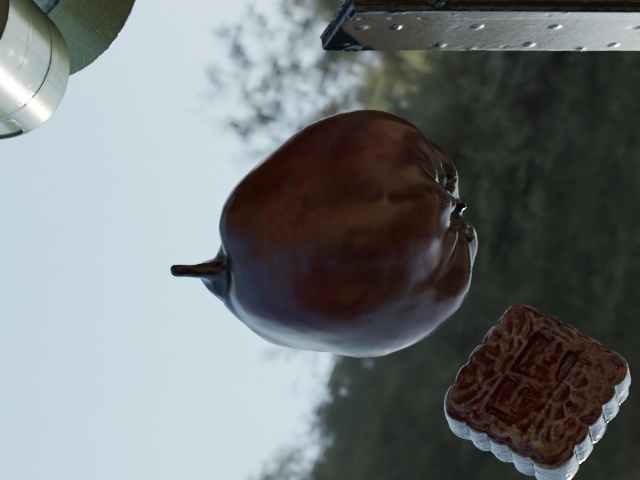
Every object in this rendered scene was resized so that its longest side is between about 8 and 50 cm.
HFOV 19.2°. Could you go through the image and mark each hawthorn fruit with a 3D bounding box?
[{"bbox_3d":[0.000,0.000,1.551,0.248,0.208,0.208,-11,-161,10],"label":"hawthorn fruit"}]

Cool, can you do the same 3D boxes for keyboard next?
[{"bbox_3d":[0.160,-0.155,1.341,0.310,0.018,0.101,-2,168,-14],"label":"keyboard"}]

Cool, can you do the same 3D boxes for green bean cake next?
[{"bbox_3d":[0.193,0.135,1.691,0.136,0.135,0.056,28,162,26],"label":"green bean cake"}]

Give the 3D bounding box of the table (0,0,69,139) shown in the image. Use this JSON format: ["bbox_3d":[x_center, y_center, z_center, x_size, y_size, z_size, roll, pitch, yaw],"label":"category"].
[{"bbox_3d":[-0.284,-0.161,1.519,0.126,0.126,0.220,22,174,6],"label":"table"}]

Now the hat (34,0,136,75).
[{"bbox_3d":[-0.287,-0.273,1.686,0.257,0.257,0.130,33,-160,31],"label":"hat"}]
